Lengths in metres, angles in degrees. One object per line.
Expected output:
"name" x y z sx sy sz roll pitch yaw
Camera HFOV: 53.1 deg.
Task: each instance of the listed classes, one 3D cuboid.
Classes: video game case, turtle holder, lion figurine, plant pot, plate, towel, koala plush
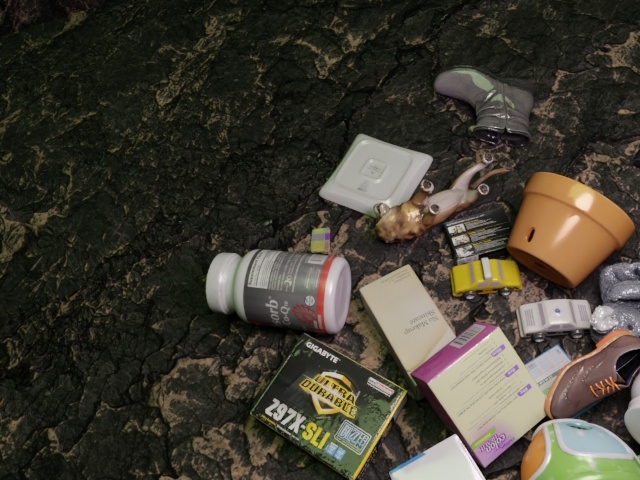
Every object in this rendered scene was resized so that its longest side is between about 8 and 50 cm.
"video game case" 0.589 0.352 1.575 0.119 0.015 0.166 -29 56 -7
"turtle holder" 0.582 0.497 1.355 0.320 0.244 0.228 -16 37 8
"lion figurine" 0.346 -0.107 1.838 0.391 0.240 0.142 -16 72 -17
"plant pot" 0.621 -0.013 1.657 0.290 0.291 0.204 32 86 28
"plate" 0.170 -0.210 2.007 0.277 0.045 0.278 23 66 24
"towel" 0.000 0.000 1.935 0.060 0.009 0.083 -5 57 10
"koala plush" 0.734 0.181 1.558 0.203 0.196 0.221 27 68 43

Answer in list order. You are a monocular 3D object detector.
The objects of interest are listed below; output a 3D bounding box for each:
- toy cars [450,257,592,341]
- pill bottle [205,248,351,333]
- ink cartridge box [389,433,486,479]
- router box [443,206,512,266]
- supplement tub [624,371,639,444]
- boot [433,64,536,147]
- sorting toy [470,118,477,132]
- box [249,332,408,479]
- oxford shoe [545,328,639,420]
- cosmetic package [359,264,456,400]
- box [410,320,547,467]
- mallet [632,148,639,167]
"toy cars" 0.523 0.142 1.679 0.393 0.087 0.176 32 70 28
"pill bottle" -0.112 0.134 1.757 0.362 0.210 0.210 5 60 16
"ink cartridge box" 0.271 0.562 1.386 0.171 0.233 0.168 -28 54 -5
"router box" 0.453 -0.010 1.815 0.178 0.046 0.133 -15 56 3
"supplement tub" 0.830 0.313 1.390 0.235 0.236 0.325 32 62 28
"boot" 0.502 -0.420 2.009 0.337 0.118 0.223 12 63 15
"sorting toy" 0.510 -0.363 2.044 0.061 0.012 0.083 -22 56 -1
"box" 0.022 0.420 1.627 0.321 0.079 0.257 26 69 26
"oxford shoe" 0.617 0.308 1.432 0.271 0.098 0.097 -45 103 0
"cosmetic package" 0.242 0.234 1.672 0.160 0.113 0.310 -27 56 -5
"box" 0.372 0.351 1.492 0.213 0.117 0.243 -36 97 -10
"mallet" 0.996 -0.216 1.831 0.189 0.039 0.062 21 63 19
